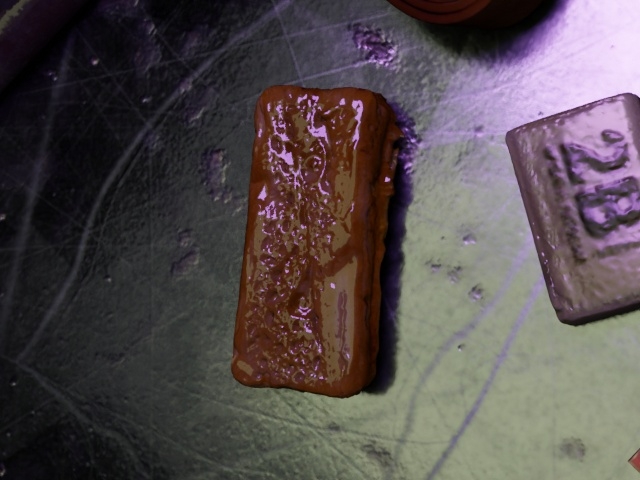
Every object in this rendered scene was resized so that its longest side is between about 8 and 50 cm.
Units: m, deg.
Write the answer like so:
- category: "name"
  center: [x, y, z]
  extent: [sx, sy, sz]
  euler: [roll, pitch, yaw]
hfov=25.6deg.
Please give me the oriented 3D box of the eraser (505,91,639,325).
- category: "eraser"
  center: [0.232, -0.025, 1.167]
  extent: [0.117, 0.058, 0.172]
  euler: [-17, 81, 17]

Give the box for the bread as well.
- category: "bread"
  center: [0.000, -0.001, 1.235]
  extent: [0.139, 0.077, 0.271]
  euler: [3, 88, 15]

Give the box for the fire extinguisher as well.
- category: "fire extinguisher"
  center: [-0.316, -0.184, 1.351]
  extent: [0.267, 0.089, 0.072]
  euler: [-44, 95, 11]

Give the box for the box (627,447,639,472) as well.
- category: "box"
  center: [0.327, 0.193, 1.136]
  extent: [0.090, 0.023, 0.133]
  euler: [-46, 74, 8]

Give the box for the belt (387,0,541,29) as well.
- category: "belt"
  center: [0.099, -0.303, 1.188]
  extent: [0.184, 0.105, 0.262]
  euler: [-28, 76, 37]
